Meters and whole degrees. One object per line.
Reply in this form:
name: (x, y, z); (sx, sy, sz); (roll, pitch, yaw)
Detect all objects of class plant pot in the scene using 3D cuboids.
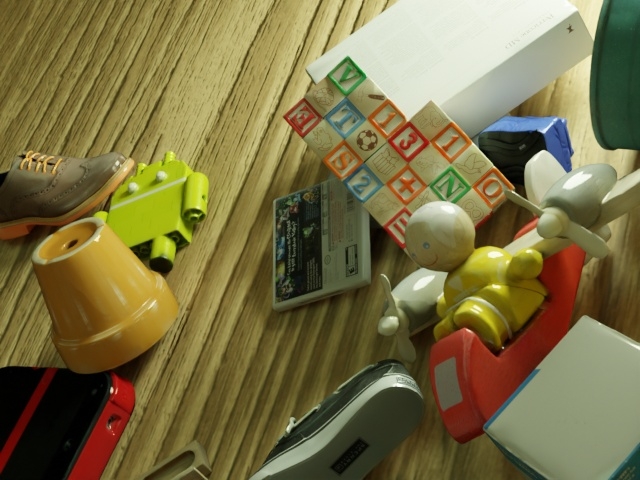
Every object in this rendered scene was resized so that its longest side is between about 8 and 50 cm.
plant pot: (-0.357, 0.075, 2.013); (0.205, 0.188, 0.205); (-21, 26, 11)
plant pot: (0.511, -0.229, 1.628); (0.255, 0.271, 0.271); (13, 60, 28)

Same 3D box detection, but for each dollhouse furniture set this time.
dollhouse furniture set: (-0.212, 0.329, 1.744); (0.144, 0.123, 0.151); (-33, 39, 7)

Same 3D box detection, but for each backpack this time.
backpack: (0.294, -0.129, 1.818); (0.120, 0.098, 0.101); (2, 25, 39)

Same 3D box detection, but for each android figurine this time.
android figurine: (-0.300, -0.046, 2.234); (0.248, 0.056, 0.272); (-19, 45, 24)

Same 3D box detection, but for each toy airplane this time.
toy airplane: (0.230, 0.024, 1.568); (0.386, 0.272, 0.384); (-54, 14, 9)

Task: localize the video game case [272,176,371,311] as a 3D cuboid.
video game case: (0.000, 0.000, 1.928); (0.173, 0.022, 0.190); (-18, 59, 32)

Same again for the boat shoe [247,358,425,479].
boat shoe: (-0.002, 0.267, 1.646); (0.306, 0.113, 0.105); (-46, 25, 10)

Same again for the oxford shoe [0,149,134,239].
oxford shoe: (-0.506, -0.106, 2.361); (0.364, 0.132, 0.130); (-18, 29, 29)

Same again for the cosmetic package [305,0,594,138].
cosmetic package: (0.190, -0.277, 1.955); (0.377, 0.097, 0.284); (-35, 39, 6)

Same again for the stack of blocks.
stack of blocks: (0.111, -0.120, 1.787); (0.171, 0.087, 0.297); (-43, 82, 4)

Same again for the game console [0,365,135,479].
game console: (-0.477, 0.366, 1.983); (0.342, 0.060, 0.386); (-5, 49, 41)

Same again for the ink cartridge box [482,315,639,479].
ink cartridge box: (0.323, 0.233, 1.332); (0.171, 0.232, 0.168); (-47, 37, -9)

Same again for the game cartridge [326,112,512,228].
game cartridge: (0.138, -0.108, 1.952); (0.294, 0.060, 0.196); (-3, 55, 36)
